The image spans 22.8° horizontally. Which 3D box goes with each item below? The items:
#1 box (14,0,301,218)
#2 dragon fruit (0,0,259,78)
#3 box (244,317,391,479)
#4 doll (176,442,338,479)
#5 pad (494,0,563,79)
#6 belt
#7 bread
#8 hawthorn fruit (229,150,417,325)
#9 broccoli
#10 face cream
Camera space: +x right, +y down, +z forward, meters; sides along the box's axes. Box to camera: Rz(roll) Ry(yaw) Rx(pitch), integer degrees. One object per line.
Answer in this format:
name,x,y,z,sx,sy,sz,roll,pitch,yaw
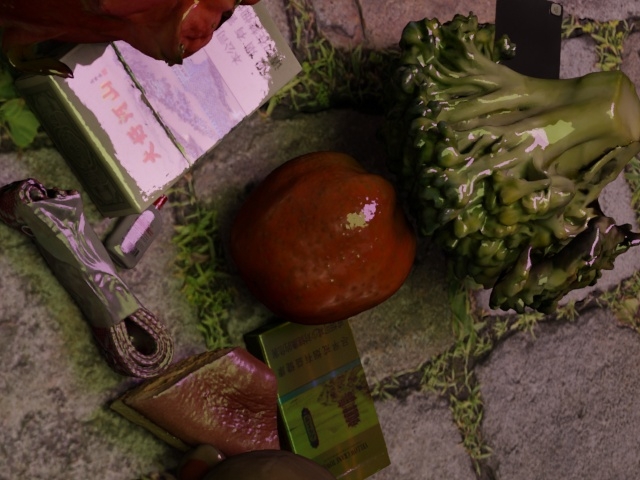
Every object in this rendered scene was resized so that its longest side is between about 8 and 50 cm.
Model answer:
box,-0.153,-0.162,1.554,0.256,0.069,0.164,-45,113,-32
dragon fruit,-0.183,-0.268,1.396,0.305,0.305,0.225,-42,115,-33
box,-0.001,0.169,1.672,0.121,0.030,0.193,-22,101,-38
doll,-0.048,0.360,1.515,0.174,0.235,0.329,-18,117,-63
pad,0.250,-0.205,1.922,0.116,0.004,0.193,11,80,-37
belt,-0.216,0.032,1.498,0.071,0.053,0.232,-43,112,-25
bread,-0.102,0.164,1.567,0.192,0.067,0.119,40,73,-29
hawthorn fruit,0.000,0.000,1.599,0.189,0.189,0.189,4,84,-38
broccoli,0.189,-0.076,1.680,0.334,0.272,0.324,51,57,-35
face cream,-0.176,-0.013,1.552,0.040,0.021,0.083,48,60,-26
